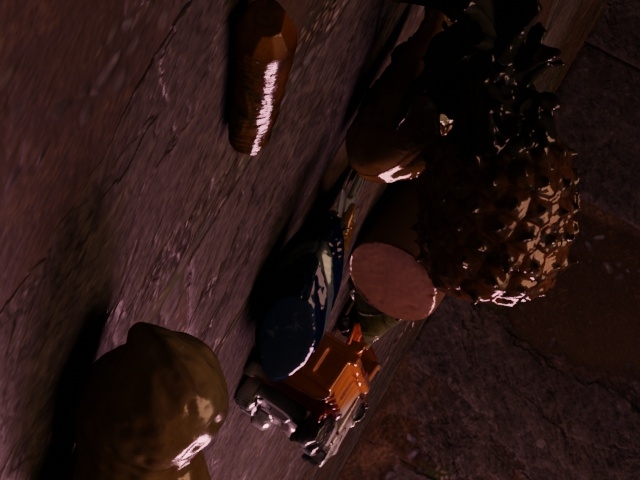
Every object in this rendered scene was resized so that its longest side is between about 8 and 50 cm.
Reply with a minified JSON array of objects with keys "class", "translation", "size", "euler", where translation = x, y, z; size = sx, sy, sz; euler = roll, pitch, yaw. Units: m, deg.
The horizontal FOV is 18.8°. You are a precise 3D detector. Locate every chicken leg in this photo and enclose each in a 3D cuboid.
[{"class":"chicken leg","translation":[0.093,-0.148,1.789],"size":[0.101,0.085,0.207],"euler":[24,88,-48]}]

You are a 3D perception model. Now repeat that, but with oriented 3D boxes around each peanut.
[{"class":"peanut","translation":[-0.119,0.141,1.313],"size":[0.101,0.117,0.263],"euler":[-47,161,-39]}]

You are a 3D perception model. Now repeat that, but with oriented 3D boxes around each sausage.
[{"class":"sausage","translation":[0.139,-0.032,2.328],"size":[0.253,0.123,0.123],"euler":[-55,170,-37]}]

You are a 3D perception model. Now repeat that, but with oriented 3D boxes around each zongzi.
[{"class":"zongzi","translation":[0.094,0.095,2.393],"size":[0.055,0.109,0.119],"euler":[-46,137,-43]}]

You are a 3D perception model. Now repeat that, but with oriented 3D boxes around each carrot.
[{"class":"carrot","translation":[-0.041,-0.101,1.253],"size":[0.042,0.042,0.171],"euler":[-58,173,-25]}]

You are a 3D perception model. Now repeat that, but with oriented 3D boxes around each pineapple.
[{"class":"pineapple","translation":[0.142,-0.118,1.659],"size":[0.165,0.165,0.364],"euler":[-54,146,-44]}]

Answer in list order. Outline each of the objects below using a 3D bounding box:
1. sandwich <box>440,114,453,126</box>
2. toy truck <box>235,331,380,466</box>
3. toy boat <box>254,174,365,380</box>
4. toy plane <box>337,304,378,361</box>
[{"class":"sandwich","translation":[0.152,-0.199,2.238],"size":[0.117,0.144,0.187],"euler":[105,-20,-59]},{"class":"toy truck","translation":[-0.011,0.150,2.051],"size":[0.135,0.114,0.270],"euler":[-56,169,-9]},{"class":"toy boat","translation":[0.000,0.000,1.877],"size":[0.291,0.067,0.220],"euler":[-70,-179,-46]},{"class":"toy plane","translation":[0.059,0.087,2.494],"size":[0.135,0.062,0.188],"euler":[16,88,-82]}]
